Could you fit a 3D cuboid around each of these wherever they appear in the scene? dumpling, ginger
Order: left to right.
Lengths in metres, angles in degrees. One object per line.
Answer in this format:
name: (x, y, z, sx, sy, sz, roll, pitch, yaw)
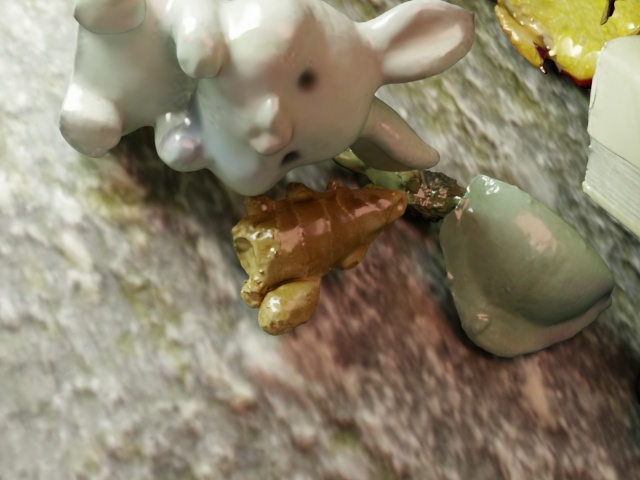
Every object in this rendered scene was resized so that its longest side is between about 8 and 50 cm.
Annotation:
ginger: (-0.013, -0.005, 1.217, 0.115, 0.081, 0.205, 36, 56, 17)
dumpling: (0.205, 0.037, 1.306, 0.216, 0.149, 0.105, 34, 13, -17)

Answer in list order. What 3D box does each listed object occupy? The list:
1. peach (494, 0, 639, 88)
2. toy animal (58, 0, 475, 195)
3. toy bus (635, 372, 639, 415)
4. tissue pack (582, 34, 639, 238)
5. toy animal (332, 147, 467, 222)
peach: (0.327, -0.380, 1.445, 0.416, 0.339, 0.353, 32, 74, -25)
toy animal: (-0.053, -0.168, 1.185, 0.367, 0.196, 0.241, 17, 40, 4)
toy bus: (0.483, 0.190, 1.305, 0.287, 0.194, 0.232, -20, 85, -36)
tissue pack: (0.483, -0.063, 1.249, 0.297, 0.207, 0.380, -11, 32, -23)
toy animal: (0.056, -0.071, 1.302, 0.219, 0.069, 0.086, 31, 28, -14)
